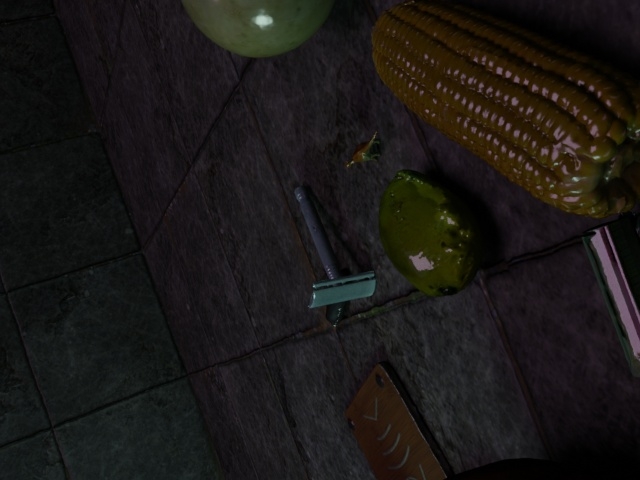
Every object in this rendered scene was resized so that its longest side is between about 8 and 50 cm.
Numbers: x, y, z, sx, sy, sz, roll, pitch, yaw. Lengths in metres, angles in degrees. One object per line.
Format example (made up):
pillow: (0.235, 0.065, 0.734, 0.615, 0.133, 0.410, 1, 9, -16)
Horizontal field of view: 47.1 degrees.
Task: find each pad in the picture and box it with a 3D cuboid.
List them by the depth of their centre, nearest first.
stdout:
pad: (0.139, 0.377, 1.266, 0.284, 0.018, 0.286, 60, 155, 24)

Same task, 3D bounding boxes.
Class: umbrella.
umbrella: (0.032, 0.099, 1.275, 0.036, 0.031, 0.133, 30, 140, 19)

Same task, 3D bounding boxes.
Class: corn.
corn: (0.164, -0.142, 0.698, 0.344, 0.131, 0.131, 45, 145, 47)

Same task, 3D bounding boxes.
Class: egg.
egg: (-0.082, -0.386, 0.939, 0.218, 0.218, 0.295, 31, 125, 56)

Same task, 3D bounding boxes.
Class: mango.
mango: (0.134, -0.012, 0.897, 0.119, 0.100, 0.178, -45, 50, 24)

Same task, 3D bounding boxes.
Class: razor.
razor: (0.000, 0.000, 1.220, 0.068, 0.106, 0.232, 105, 149, -51)

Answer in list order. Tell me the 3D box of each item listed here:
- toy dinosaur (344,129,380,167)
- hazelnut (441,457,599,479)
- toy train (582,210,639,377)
toy dinosaur: (0.067, -0.127, 1.025, 0.113, 0.041, 0.026, -37, 69, 60)
hazelnut: (0.216, 0.400, 0.746, 0.366, 0.366, 0.365, 46, 146, 45)
toy train: (0.282, 0.044, 0.644, 0.038, 0.071, 0.148, -25, 84, 67)
